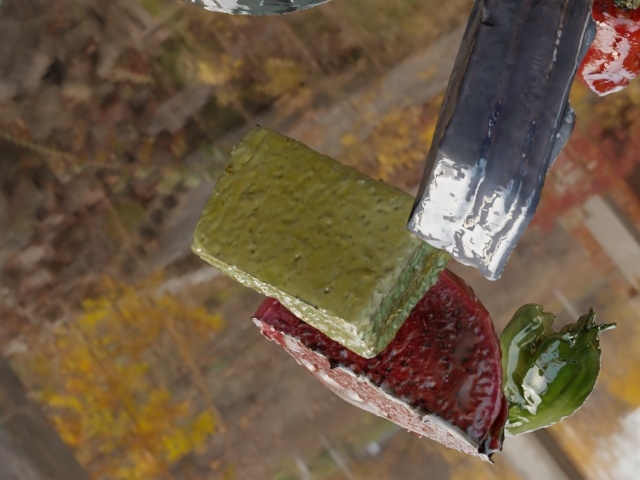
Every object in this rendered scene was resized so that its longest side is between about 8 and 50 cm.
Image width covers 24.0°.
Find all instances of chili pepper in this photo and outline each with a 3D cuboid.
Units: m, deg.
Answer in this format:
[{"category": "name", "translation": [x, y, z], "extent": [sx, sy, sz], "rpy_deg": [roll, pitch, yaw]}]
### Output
[{"category": "chili pepper", "translation": [0.339, -0.239, 1.714], "extent": [0.110, 0.110, 0.387], "rpy_deg": [-37, 165, -5]}]

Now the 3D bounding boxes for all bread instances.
[{"category": "bread", "translation": [0.000, 0.000, 1.277], "extent": [0.138, 0.196, 0.102], "rpy_deg": [-57, 156, -17]}]

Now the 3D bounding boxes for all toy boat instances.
[{"category": "toy boat", "translation": [0.127, -0.110, 0.973], "extent": [0.127, 0.078, 0.283], "rpy_deg": [106, 1, -53]}]

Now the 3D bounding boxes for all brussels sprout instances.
[{"category": "brussels sprout", "translation": [0.253, 0.149, 1.690], "extent": [0.139, 0.100, 0.181], "rpy_deg": [13, 108, -39]}]

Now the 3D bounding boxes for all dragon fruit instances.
[{"category": "dragon fruit", "translation": [0.080, 0.104, 1.447], "extent": [0.189, 0.262, 0.163], "rpy_deg": [-61, 169, 18]}]

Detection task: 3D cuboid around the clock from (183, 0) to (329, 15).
[{"category": "clock", "translation": [-0.054, -0.290, 1.206], "extent": [0.280, 0.280, 0.055], "rpy_deg": [-33, 151, -27]}]

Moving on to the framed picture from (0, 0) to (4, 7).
[{"category": "framed picture", "translation": [-0.268, -0.197, 1.212], "extent": [0.089, 0.006, 0.066], "rpy_deg": [-11, -129, 51]}]
